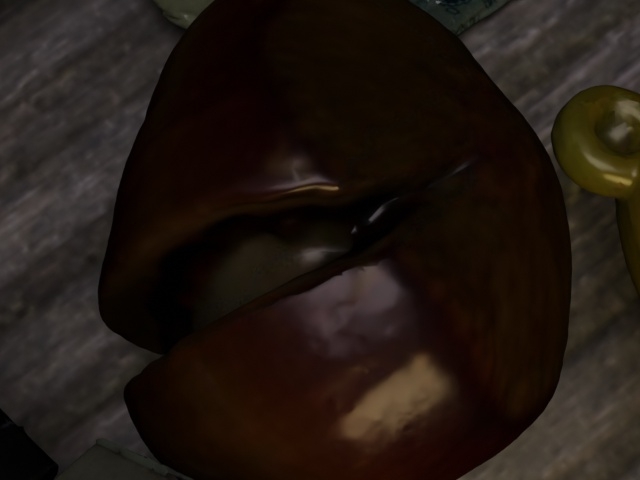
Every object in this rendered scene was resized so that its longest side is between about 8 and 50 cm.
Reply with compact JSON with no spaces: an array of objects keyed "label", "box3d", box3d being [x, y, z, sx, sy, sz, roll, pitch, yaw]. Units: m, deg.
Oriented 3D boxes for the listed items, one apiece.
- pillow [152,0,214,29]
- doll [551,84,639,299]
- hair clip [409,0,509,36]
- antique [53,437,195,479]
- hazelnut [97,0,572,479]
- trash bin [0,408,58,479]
[{"label":"pillow","box3d":[-0.045,-0.297,0.711,0.281,0.076,0.274,-37,83,-7]},{"label":"doll","box3d":[0.316,0.094,0.590,0.423,0.161,0.348,4,67,-16]},{"label":"hair clip","box3d":[0.097,-0.159,0.704,0.229,0.036,0.066,-32,76,0]},{"label":"antique","box3d":[-0.068,0.194,0.521,0.152,0.146,0.148,19,42,31]},{"label":"hazelnut","box3d":[0.000,0.000,0.599,0.217,0.217,0.251,-11,69,-3]},{"label":"trash bin","box3d":[-0.288,0.063,0.555,0.301,0.252,0.203,45,79,3]}]
